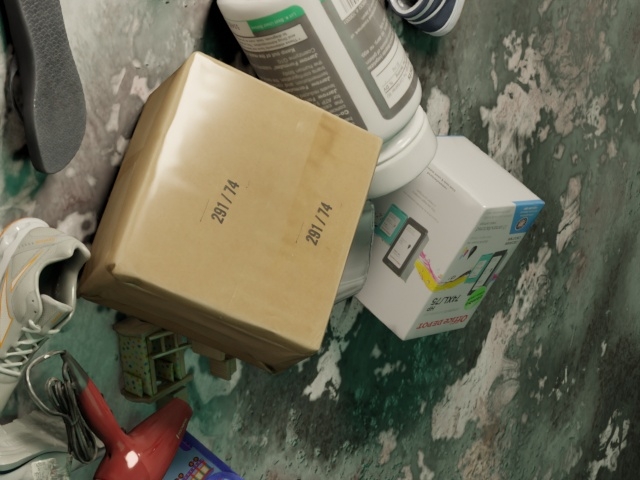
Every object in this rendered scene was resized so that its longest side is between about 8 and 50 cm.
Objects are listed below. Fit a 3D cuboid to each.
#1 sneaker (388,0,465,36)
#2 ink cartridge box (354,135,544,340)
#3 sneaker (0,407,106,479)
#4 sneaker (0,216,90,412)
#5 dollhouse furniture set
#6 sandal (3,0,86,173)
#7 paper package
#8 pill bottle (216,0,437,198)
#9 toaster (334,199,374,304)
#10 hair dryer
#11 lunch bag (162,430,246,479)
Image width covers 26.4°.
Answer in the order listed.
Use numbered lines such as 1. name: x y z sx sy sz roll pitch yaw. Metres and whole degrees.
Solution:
1. sneaker: 0.191 -0.485 2.238 0.153 0.099 0.282 4 101 -55
2. ink cartridge box: 0.184 -0.008 2.223 0.198 0.197 0.270 -6 132 -52
3. sneaker: -0.372 0.284 1.765 0.235 0.090 0.094 -3 122 -52
4. sneaker: -0.366 0.103 1.665 0.099 0.121 0.262 26 80 -53
5. dollhouse furniture set: -0.195 0.200 1.891 0.101 0.161 0.181 -28 121 -46
6. sandal: -0.343 -0.209 1.664 0.097 0.055 0.254 -21 108 -57
7. paper package: -0.113 -0.029 1.774 0.310 0.168 0.324 24 67 -19
8. pill bottle: 0.020 -0.246 1.952 0.204 0.204 0.361 -51 127 -31
9. toaster: 0.000 0.000 2.118 0.146 0.129 0.226 -13 112 -55
10. hair dryer: -0.262 0.251 1.741 0.293 0.080 0.223 1 99 -57
11. lunch bag: -0.169 0.414 1.844 0.221 0.293 0.138 -49 138 -11
